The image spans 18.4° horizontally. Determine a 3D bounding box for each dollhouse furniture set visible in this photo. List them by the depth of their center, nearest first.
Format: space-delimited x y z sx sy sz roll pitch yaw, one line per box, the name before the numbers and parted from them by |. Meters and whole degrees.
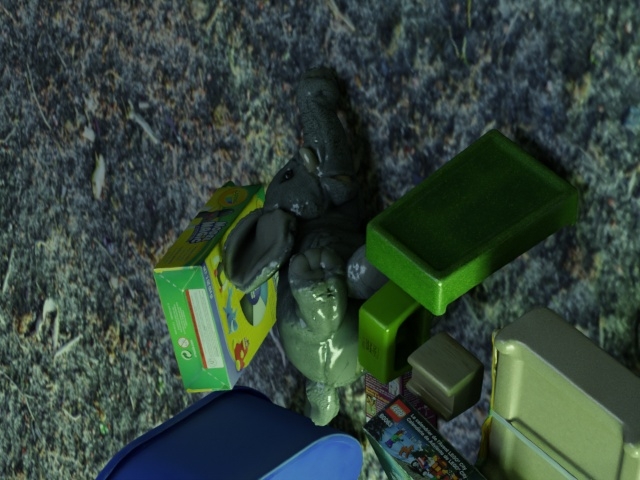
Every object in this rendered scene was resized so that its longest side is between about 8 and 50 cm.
dollhouse furniture set | 0.186 0.092 1.563 0.301 0.151 0.197 40 149 30

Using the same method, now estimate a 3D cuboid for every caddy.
caddy | -0.107 0.283 1.873 0.179 0.341 0.241 17 118 32

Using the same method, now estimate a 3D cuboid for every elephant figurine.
elephant figurine | 0.000 0.000 1.770 0.239 0.186 0.169 55 176 41

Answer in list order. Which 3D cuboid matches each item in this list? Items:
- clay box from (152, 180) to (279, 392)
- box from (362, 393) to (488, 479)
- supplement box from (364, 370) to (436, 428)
clay box | -0.085 0.035 1.859 0.053 0.222 0.127 -5 113 20
box | 0.122 0.237 1.650 0.159 0.044 0.233 45 170 29
supplement box | 0.073 0.139 1.794 0.055 0.043 0.083 26 125 48
